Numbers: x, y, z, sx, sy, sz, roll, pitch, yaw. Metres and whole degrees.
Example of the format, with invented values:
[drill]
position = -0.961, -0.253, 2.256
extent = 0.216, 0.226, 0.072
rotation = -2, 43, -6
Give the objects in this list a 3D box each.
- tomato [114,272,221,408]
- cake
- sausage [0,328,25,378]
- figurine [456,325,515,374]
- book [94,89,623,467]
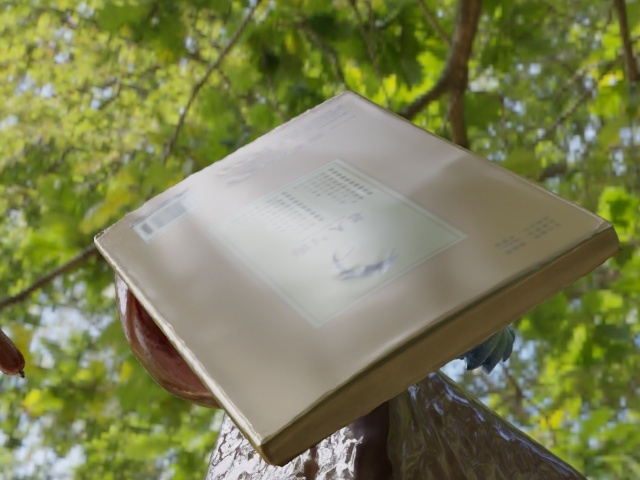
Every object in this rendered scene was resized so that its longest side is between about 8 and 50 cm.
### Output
[tomato]
position = -0.089, 0.070, 1.429
extent = 0.298, 0.226, 0.298
rotation = -1, -11, 0
[cake]
position = 0.061, 0.258, 1.069
extent = 0.309, 0.230, 0.237
rotation = 39, -44, -26
[sausage]
position = -0.370, 0.055, 1.310
extent = 0.223, 0.029, 0.029
rotation = 47, -41, 6
[figurine]
position = 0.167, 0.106, 1.477
extent = 0.114, 0.114, 0.079
rotation = 21, -36, -20
[book]
position = 0.000, 0.000, 0.950
extent = 0.269, 0.389, 0.032
rotation = -30, -61, -11
